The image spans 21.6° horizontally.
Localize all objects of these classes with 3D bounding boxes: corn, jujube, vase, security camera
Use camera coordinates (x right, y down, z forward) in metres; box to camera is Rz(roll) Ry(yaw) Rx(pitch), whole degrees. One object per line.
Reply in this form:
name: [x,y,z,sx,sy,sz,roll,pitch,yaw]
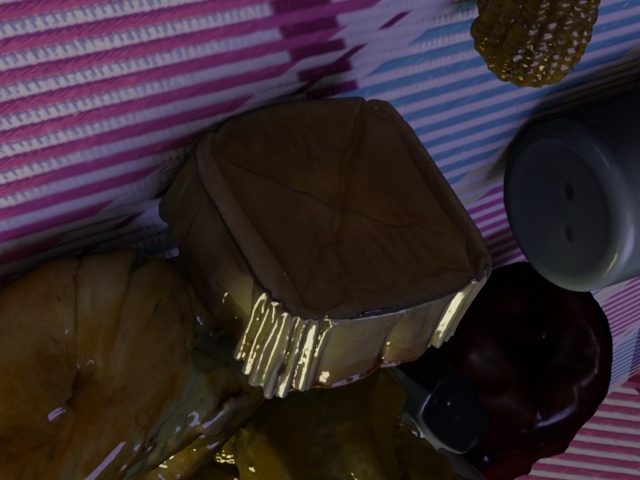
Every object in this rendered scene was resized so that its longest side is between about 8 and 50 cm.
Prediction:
corn: [0.175,-0.213,1.203,0.101,0.101,0.292,-31,163,-21]
jujube: [0.211,0.180,2.044,0.258,0.258,0.377,-27,156,-32]
vase: [0.345,-0.064,1.746,0.291,0.245,0.245,-19,155,-32]
security camera: [0.013,0.211,1.716,0.277,0.191,0.197,-53,149,-4]

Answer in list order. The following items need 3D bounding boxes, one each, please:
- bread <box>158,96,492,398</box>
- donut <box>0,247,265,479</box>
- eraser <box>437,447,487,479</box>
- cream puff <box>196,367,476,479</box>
bread: [0.001,0.002,1.212,0.192,0.210,0.110,-16,145,-29]
donut: [-0.196,0.146,1.269,0.360,0.170,0.360,-38,168,-10]
eraser: [0.055,0.309,1.891,0.331,0.331,0.150,-32,118,-19]
cream puff: [-0.016,0.219,1.483,0.274,0.323,0.270,-35,-176,12]
